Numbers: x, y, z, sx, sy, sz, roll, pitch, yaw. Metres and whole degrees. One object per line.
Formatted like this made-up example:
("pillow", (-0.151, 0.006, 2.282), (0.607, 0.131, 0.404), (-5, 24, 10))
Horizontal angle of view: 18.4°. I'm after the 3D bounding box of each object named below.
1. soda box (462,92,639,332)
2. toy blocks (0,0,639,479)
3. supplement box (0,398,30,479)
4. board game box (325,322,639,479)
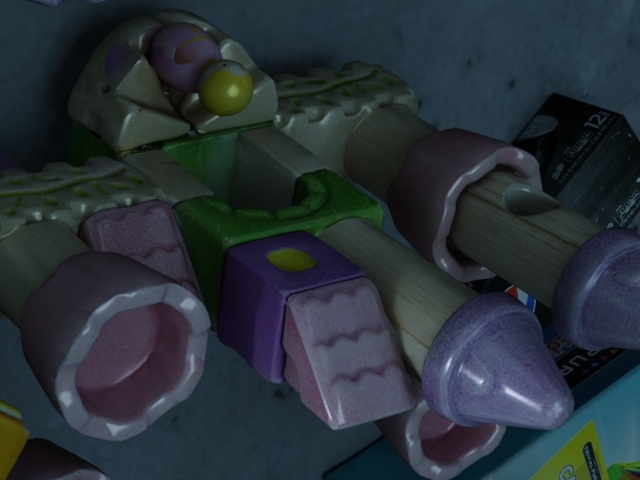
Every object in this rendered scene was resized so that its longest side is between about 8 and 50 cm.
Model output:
("soda box", (0.103, 0.006, 1.040), (0.169, 0.053, 0.060), (-50, 130, -14))
("toy blocks", (0.000, 0.000, 0.787), (0.288, 0.260, 0.309), (-13, 123, -35))
("supplement box", (-0.297, 0.152, 0.669), (0.195, 0.194, 0.356), (32, 85, -42))
("board game box", (0.178, 0.160, 1.144), (0.336, 0.079, 0.254), (-32, 124, -26))
